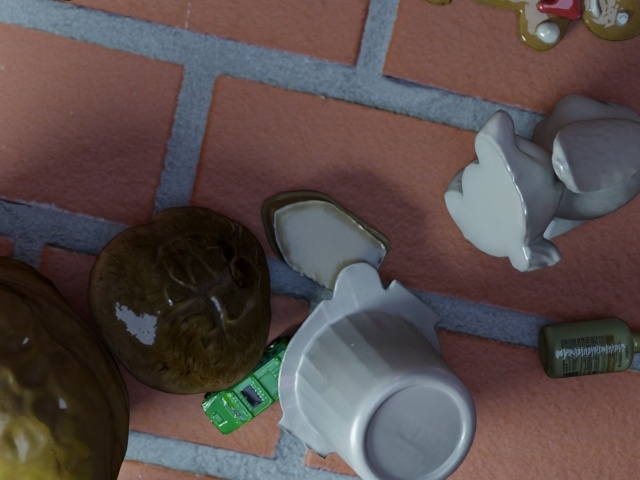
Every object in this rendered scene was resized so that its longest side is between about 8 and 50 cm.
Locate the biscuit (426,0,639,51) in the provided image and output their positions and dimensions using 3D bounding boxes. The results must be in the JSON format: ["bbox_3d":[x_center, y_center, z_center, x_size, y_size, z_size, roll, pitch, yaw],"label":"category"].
[{"bbox_3d":[0.316,-0.375,1.807,0.339,0.047,0.216,23,97,-6],"label":"biscuit"}]

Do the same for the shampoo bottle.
[{"bbox_3d":[0.398,0.151,1.868,0.162,0.079,0.079,-6,98,-3],"label":"shampoo bottle"}]

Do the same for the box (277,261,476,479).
[{"bbox_3d":[0.096,0.196,1.756,0.262,0.206,0.291,-6,110,-19],"label":"box"}]

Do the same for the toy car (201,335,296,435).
[{"bbox_3d":[-0.091,0.209,1.852,0.165,0.062,0.071,-37,99,2],"label":"toy car"}]

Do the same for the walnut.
[{"bbox_3d":[-0.425,0.203,1.684,0.398,0.354,0.308,45,106,-7],"label":"walnut"}]

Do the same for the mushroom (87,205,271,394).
[{"bbox_3d":[-0.179,0.076,1.761,0.278,0.146,0.278,8,77,-34],"label":"mushroom"}]

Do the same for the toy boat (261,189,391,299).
[{"bbox_3d":[0.000,0.000,1.830,0.188,0.061,0.116,33,95,-7],"label":"toy boat"}]

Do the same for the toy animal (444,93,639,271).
[{"bbox_3d":[0.333,-0.089,1.776,0.265,0.272,0.206,-23,70,-22],"label":"toy animal"}]
